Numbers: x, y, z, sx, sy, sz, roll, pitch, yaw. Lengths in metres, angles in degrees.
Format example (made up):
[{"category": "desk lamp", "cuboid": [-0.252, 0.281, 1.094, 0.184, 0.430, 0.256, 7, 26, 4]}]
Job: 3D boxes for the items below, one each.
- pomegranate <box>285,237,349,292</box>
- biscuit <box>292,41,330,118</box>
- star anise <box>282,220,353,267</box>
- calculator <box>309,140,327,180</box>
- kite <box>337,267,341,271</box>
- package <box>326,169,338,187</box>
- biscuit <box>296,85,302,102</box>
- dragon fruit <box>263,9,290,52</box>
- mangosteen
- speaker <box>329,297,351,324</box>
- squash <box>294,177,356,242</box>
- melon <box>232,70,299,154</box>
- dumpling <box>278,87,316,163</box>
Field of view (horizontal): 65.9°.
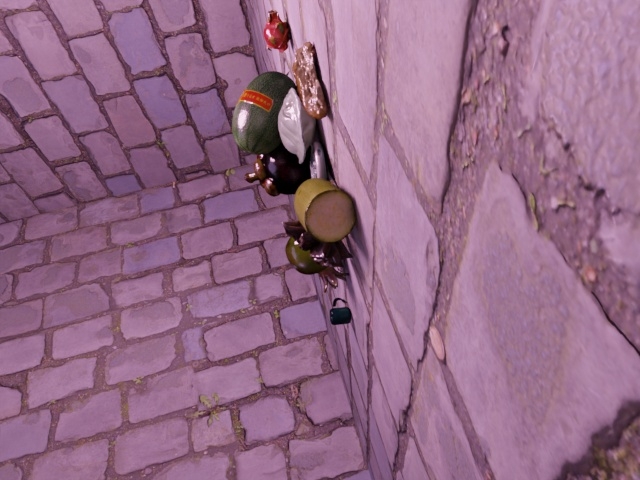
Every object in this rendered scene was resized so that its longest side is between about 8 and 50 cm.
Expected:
[{"category": "pomegranate", "cuboid": [-0.006, 0.055, 1.566, 0.224, 0.181, 0.181, 60, 173, 6]}, {"category": "biscuit", "cuboid": [-0.027, -0.371, 1.193, 0.118, 0.061, 0.183, 113, 142, -84]}, {"category": "star anise", "cuboid": [0.000, 0.000, 1.362, 0.231, 0.089, 0.209, 22, -146, -48]}, {"category": "calculator", "cuboid": [-0.003, -0.172, 1.477, 0.295, 0.042, 0.184, 91, 171, -63]}, {"category": "kite", "cuboid": [0.044, 0.004, 1.683, 0.127, 0.016, 0.230, -116, 13, -80]}, {"category": "package", "cuboid": [0.036, -0.151, 1.352, 0.110, 0.015, 0.037, -112, 15, -47]}, {"category": "biscuit", "cuboid": [-0.058, -0.448, 1.535, 0.078, 0.015, 0.091, 83, 172, -63]}, {"category": "dragon fruit", "cuboid": [-0.133, -0.633, 1.491, 0.116, 0.080, 0.086, 81, -177, -49]}, {"category": "mangosteen", "cuboid": [-0.134, -0.240, 1.637, 0.211, 0.249, 0.212, -17, -90, -89]}, {"category": "speaker", "cuboid": [0.069, 0.250, 1.750, 0.060, 0.075, 0.095, 141, 124, -84]}, {"category": "squash", "cuboid": [-0.004, -0.089, 1.258, 0.247, 0.132, 0.133, -130, 26, -68]}, {"category": "melon", "cuboid": [-0.163, -0.398, 1.511, 0.288, 0.182, 0.182, -64, -4, -13]}, {"category": "dumpling", "cuboid": [-0.052, -0.322, 1.404, 0.152, 0.108, 0.219, 36, 147, 38]}]
